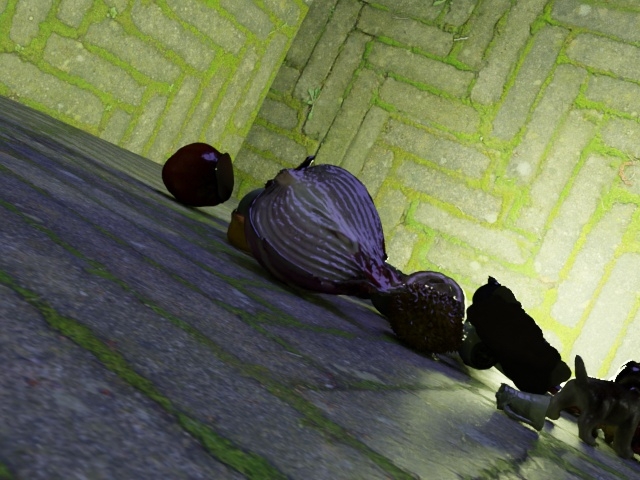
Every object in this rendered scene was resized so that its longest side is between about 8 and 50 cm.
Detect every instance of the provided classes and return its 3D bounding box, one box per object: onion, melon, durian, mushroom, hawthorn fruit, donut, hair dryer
[{"bbox_3d":[0.012,0.023,1.374,0.348,0.267,0.159,50,-27,22],"label":"onion"},{"bbox_3d":[0.181,0.133,1.667,0.114,0.114,0.167,25,1,-37],"label":"melon"},{"bbox_3d":[0.203,0.148,1.358,0.168,0.137,0.158,37,-15,23],"label":"durian"},{"bbox_3d":[0.234,0.139,1.521,0.166,0.166,0.127,27,-31,21],"label":"mushroom"},{"bbox_3d":[-0.365,-0.194,2.027,0.251,0.189,0.189,23,0,39],"label":"hawthorn fruit"},{"bbox_3d":[-0.143,-0.004,1.592,0.181,0.078,0.146,33,7,30],"label":"donut"},{"bbox_3d":[0.391,0.263,1.552,0.267,0.092,0.229,35,6,-20],"label":"hair dryer"}]

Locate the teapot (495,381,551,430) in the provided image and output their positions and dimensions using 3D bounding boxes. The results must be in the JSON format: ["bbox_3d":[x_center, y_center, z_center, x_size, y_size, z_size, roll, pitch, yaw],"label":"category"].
[{"bbox_3d":[0.313,0.259,1.103,0.083,0.057,0.067,22,29,19],"label":"teapot"}]

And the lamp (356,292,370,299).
[{"bbox_3d":[0.070,0.016,1.675,0.130,0.108,0.371,5,-28,28],"label":"lamp"}]

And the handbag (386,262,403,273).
[{"bbox_3d":[0.192,0.127,1.978,0.260,0.113,0.162,28,9,10],"label":"handbag"}]

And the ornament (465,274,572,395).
[{"bbox_3d":[0.398,0.187,1.431,0.251,0.106,0.260,57,13,9],"label":"ornament"}]

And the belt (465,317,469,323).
[{"bbox_3d":[0.396,0.231,1.821,0.206,0.116,0.267,22,4,14],"label":"belt"}]

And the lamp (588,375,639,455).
[{"bbox_3d":[0.612,0.364,1.414,0.118,0.118,0.253,25,-1,-27],"label":"lamp"}]

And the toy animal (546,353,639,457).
[{"bbox_3d":[0.532,0.299,1.300,0.233,0.168,0.121,10,10,-28],"label":"toy animal"}]

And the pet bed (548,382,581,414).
[{"bbox_3d":[0.558,0.355,1.647,0.201,0.053,0.201,28,2,-1],"label":"pet bed"}]

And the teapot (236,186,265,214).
[{"bbox_3d":[-0.115,-0.063,1.775,0.193,0.129,0.294,15,-22,-10],"label":"teapot"}]
